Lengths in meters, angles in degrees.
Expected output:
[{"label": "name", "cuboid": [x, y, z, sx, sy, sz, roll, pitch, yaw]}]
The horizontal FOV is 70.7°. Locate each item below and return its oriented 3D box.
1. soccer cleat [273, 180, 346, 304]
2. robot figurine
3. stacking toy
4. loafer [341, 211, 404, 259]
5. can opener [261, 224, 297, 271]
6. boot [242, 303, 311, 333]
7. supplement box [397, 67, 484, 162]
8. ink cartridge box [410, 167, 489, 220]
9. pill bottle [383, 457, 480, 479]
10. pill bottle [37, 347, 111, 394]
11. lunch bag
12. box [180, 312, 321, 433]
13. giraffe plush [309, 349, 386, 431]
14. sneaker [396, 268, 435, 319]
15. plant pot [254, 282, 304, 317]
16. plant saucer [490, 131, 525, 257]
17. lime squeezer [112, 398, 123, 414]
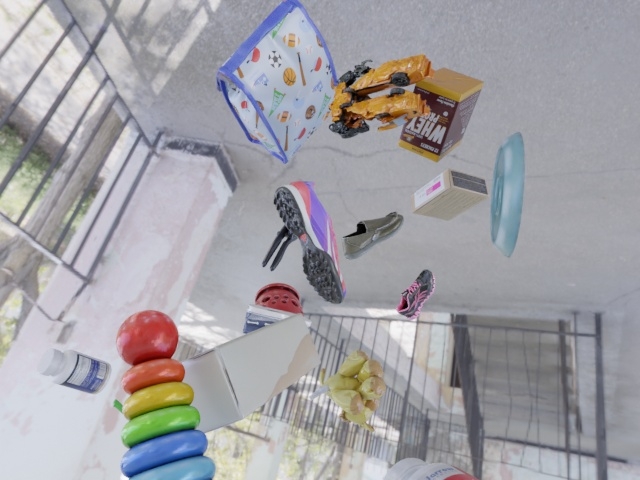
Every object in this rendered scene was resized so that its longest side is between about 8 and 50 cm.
[{"label": "soccer cleat", "cuboid": [0.000, 0.000, 1.111, 0.108, 0.116, 0.319, -27, 89, 50]}, {"label": "robot figurine", "cuboid": [0.142, -0.363, 1.161, 0.290, 0.211, 0.085, 1, 166, 44]}, {"label": "stacking toy", "cuboid": [-0.224, 0.256, 0.639, 0.141, 0.331, 0.141, -16, 154, -8]}, {"label": "loafer", "cuboid": [0.169, -0.033, 1.478, 0.088, 0.251, 0.094, 62, 157, -14]}, {"label": "can opener", "cuboid": [-0.110, 0.007, 1.258, 0.059, 0.186, 0.073, 26, 148, 13]}, {"label": "boot", "cuboid": [-0.126, 0.246, 1.296, 0.189, 0.086, 0.069, 13, 180, 4]}, {"label": "supplement box", "cuboid": [0.337, -0.356, 1.270, 0.129, 0.191, 0.194, 29, 130, 22]}, {"label": "ink cartridge box", "cuboid": [0.500, -0.172, 1.764, 0.193, 0.088, 0.234, 11, 154, -25]}, {"label": "pill bottle", "cuboid": [0.306, 0.627, 0.964, 0.228, 0.229, 0.407, 26, 166, -21]}, {"label": "pill bottle", "cuboid": [-0.678, 0.358, 1.247, 0.094, 0.094, 0.169, -7, 146, 37]}, {"label": "lunch bag", "cuboid": [-0.134, -0.499, 1.411, 0.238, 0.328, 0.385, 33, 168, 25]}, {"label": "box", "cuboid": [-0.137, 0.242, 0.860, 0.147, 0.121, 0.311, -26, 172, 23]}, {"label": "giraffe plush", "cuboid": [0.100, 0.438, 1.248, 0.210, 0.181, 0.171, -25, 119, 11]}, {"label": "sneaker", "cuboid": [0.202, 0.114, 0.971, 0.057, 0.119, 0.047, 20, -171, -31]}, {"label": "plant pot", "cuboid": [-0.155, 0.259, 1.630, 0.190, 0.174, 0.191, -3, 131, -4]}, {"label": "plant saucer", "cuboid": [0.473, -0.116, 1.158, 0.043, 0.318, 0.318, 4, 152, 14]}, {"label": "lime squeezer", "cuboid": [-0.458, 0.555, 1.298, 0.310, 0.059, 0.110, 32, -171, -32]}]
